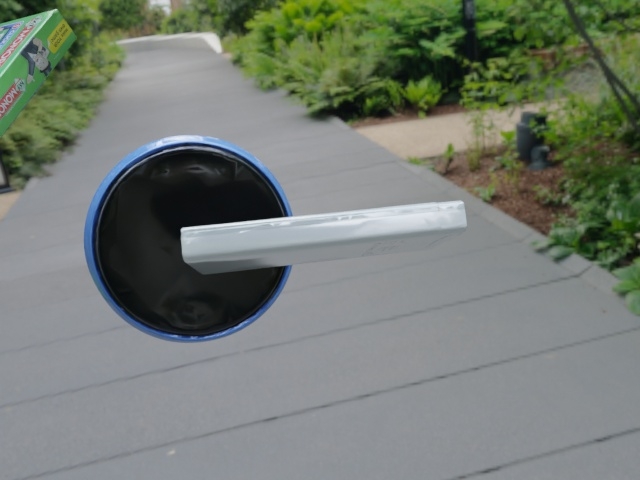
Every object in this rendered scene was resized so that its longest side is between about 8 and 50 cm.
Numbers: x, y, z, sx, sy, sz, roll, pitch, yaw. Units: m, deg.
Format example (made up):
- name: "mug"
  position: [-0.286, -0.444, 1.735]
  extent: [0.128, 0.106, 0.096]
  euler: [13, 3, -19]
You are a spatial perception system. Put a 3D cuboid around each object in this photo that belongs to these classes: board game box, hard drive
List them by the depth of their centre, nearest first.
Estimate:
- name: "board game box"
  position: [-0.439, -0.136, 0.798]
  extent: [0.213, 0.046, 0.317]
  euler: [-1, 50, 26]
- name: "hard drive"
  position: [0.000, 0.000, 0.847]
  extent: [0.307, 0.040, 0.203]
  euler: [-6, -7, -4]

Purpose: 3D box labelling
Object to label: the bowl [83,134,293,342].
- name: "bowl"
  position: [-0.234, 0.000, 1.291]
  extent: [0.391, 0.391, 0.077]
  euler: [-13, 6, -12]
